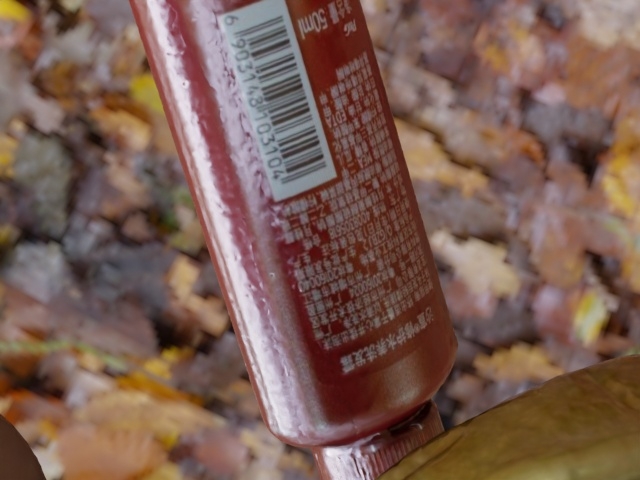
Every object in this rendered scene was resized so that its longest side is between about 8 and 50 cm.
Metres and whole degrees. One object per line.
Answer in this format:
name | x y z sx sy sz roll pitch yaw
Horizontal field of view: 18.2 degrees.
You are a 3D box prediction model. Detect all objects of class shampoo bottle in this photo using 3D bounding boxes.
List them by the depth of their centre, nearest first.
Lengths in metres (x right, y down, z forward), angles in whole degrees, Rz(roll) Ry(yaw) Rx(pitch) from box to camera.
shampoo bottle | -0.001 0.000 0.990 0.076 0.118 0.314 2 115 47

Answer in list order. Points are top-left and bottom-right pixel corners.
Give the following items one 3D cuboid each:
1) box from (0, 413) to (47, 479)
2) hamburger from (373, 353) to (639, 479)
box | -0.303 0.145 0.682 0.339 0.239 0.229 31 134 -30
hamburger | 0.110 0.204 0.695 0.445 0.268 0.287 -37 133 7
